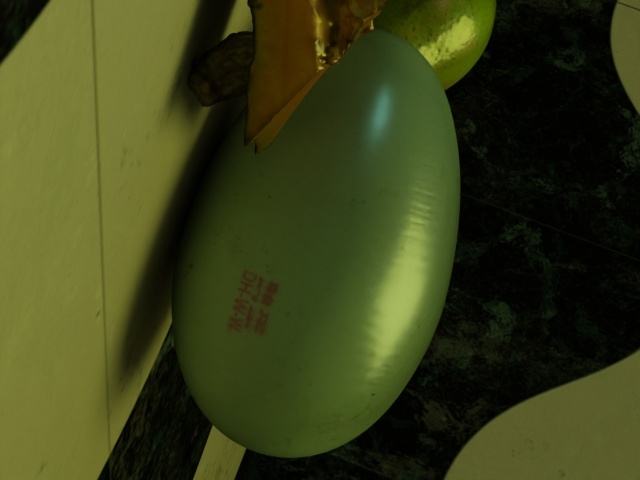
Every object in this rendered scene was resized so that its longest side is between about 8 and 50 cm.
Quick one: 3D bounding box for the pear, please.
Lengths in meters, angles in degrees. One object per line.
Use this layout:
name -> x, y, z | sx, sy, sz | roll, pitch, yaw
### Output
pear -> 0.075, -0.217, 1.481 | 0.219, 0.187, 0.187 | -49, 164, -32

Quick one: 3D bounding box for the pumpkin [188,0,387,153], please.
pumpkin -> -0.015, -0.186, 1.056 | 0.248, 0.126, 0.131 | -51, -174, 12

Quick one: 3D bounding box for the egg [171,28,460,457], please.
egg -> 0.000, 0.000, 1.245 | 0.230, 0.230, 0.370 | 41, 64, -84
